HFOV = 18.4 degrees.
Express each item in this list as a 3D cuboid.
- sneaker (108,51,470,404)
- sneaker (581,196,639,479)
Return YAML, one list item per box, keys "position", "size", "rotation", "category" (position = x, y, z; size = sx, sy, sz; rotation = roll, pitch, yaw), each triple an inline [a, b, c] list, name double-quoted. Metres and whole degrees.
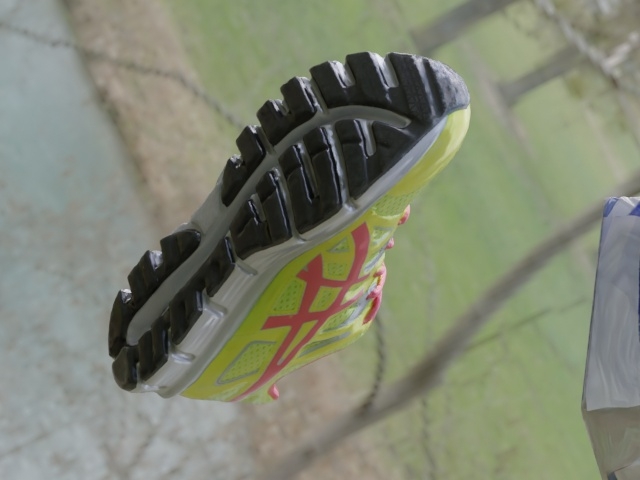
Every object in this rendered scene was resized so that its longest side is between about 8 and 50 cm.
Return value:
- position: [0.000, 0.000, 0.858]
  size: [0.094, 0.208, 0.081]
  rotation: [24, 37, -35]
  category: "sneaker"
- position: [0.237, 0.077, 0.779]
  size: [0.315, 0.182, 0.127]
  rotation: [44, 46, -45]
  category: "sneaker"
